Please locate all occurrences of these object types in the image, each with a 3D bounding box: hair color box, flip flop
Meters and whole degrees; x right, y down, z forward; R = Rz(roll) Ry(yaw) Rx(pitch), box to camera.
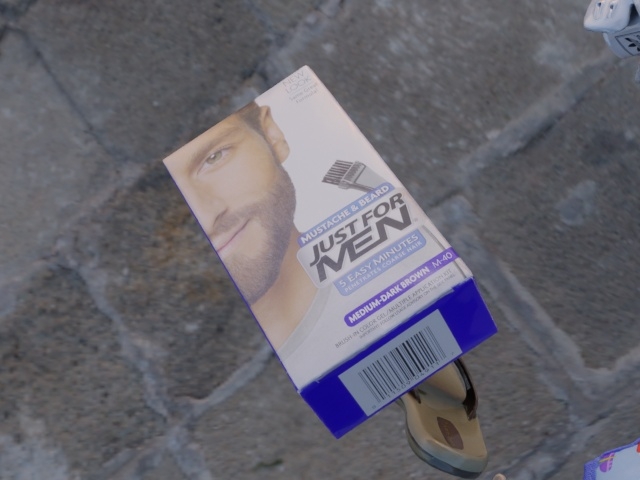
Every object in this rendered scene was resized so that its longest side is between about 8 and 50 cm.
[{"bbox_3d":[0.000,0.000,1.190,0.185,0.110,0.339,-34,48,-1],"label":"hair color box"},{"bbox_3d":[0.128,0.161,1.384,0.112,0.277,0.080,13,112,-15],"label":"flip flop"}]

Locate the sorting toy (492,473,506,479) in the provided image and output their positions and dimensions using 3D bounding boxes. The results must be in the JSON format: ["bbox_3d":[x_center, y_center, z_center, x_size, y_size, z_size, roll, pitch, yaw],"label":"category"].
[{"bbox_3d":[0.084,0.180,0.703,0.012,0.062,0.083,27,119,7],"label":"sorting toy"}]

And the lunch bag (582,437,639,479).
[{"bbox_3d":[0.257,0.197,0.634,0.221,0.138,0.293,-28,58,35],"label":"lunch bag"}]

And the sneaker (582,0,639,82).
[{"bbox_3d":[0.421,-0.224,1.385,0.210,0.137,0.366,-29,38,35],"label":"sneaker"}]
